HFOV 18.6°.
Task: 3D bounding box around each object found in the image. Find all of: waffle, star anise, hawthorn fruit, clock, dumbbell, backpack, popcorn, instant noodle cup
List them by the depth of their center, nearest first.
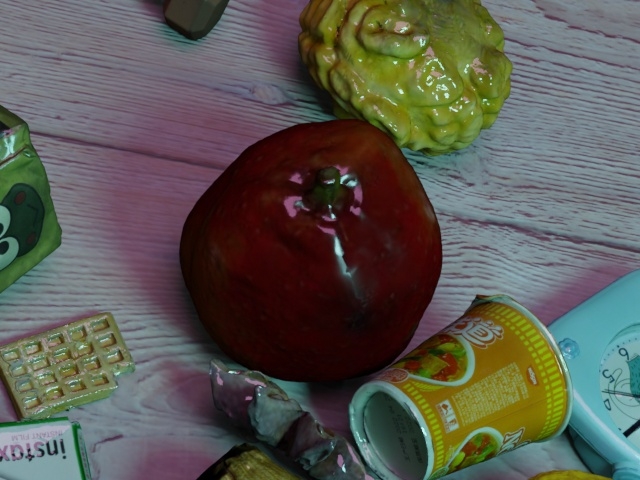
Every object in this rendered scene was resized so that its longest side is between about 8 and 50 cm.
[{"bbox_3d":[-0.380,-0.014,1.913,0.253,0.207,0.140,-40,54,-23],"label":"backpack"},{"bbox_3d":[-0.032,0.188,1.927,0.208,0.172,0.063,39,83,9],"label":"star anise"},{"bbox_3d":[0.000,0.000,1.957,0.265,0.307,0.265,4,61,-7],"label":"hawthorn fruit"},{"bbox_3d":[0.133,0.161,1.968,0.185,0.168,0.168,-24,69,-36],"label":"instant noodle cup"},{"bbox_3d":[-0.255,0.127,1.970,0.135,0.021,0.092,-17,64,-24],"label":"waffle"},{"bbox_3d":[0.358,0.178,2.087,0.223,0.094,0.274,-28,73,-29],"label":"clock"},{"bbox_3d":[0.095,-0.200,2.186,0.250,0.190,0.250,15,45,-15],"label":"popcorn"},{"bbox_3d":[-0.211,-0.319,2.219,0.231,0.082,0.092,33,55,5],"label":"dumbbell"}]

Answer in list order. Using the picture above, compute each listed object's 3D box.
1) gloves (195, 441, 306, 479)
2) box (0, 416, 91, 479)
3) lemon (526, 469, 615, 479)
[{"bbox_3d":[0.028,0.329,1.843,0.356,0.203,0.155,27,73,14],"label":"gloves"},{"bbox_3d":[-0.294,0.291,1.808,0.180,0.103,0.250,-5,62,-20],"label":"box"},{"bbox_3d":[0.259,0.313,1.920,0.193,0.180,0.180,38,51,-28],"label":"lemon"}]
